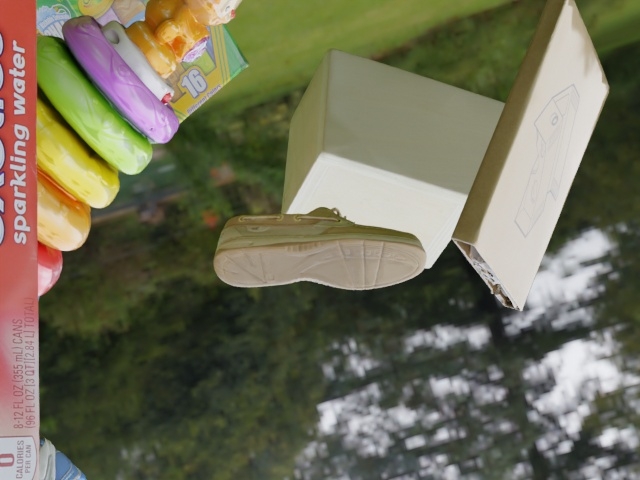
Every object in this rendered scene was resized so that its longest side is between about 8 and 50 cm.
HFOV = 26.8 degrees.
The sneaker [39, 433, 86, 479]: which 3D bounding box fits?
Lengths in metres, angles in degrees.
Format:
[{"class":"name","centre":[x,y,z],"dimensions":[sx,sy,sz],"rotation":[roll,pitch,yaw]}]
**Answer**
[{"class":"sneaker","centre":[-0.275,0.291,1.281],"dimensions":[0.080,0.211,0.081],"rotation":[-17,137,38]}]

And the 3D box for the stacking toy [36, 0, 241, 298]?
[{"class":"stacking toy","centre":[-0.163,-0.091,0.917],"dimensions":[0.302,0.166,0.175],"rotation":[-39,172,3]}]

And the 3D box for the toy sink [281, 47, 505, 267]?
[{"class":"toy sink","centre":[0.090,-0.074,1.394],"dimensions":[0.234,0.153,0.131],"rotation":[15,140,-14]}]

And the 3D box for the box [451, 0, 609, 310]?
[{"class":"box","centre":[0.163,-0.062,1.016],"dimensions":[0.021,0.201,0.164],"rotation":[18,168,26]}]

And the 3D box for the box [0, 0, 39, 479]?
[{"class":"box","centre":[-0.185,-0.033,0.473],"dimensions":[0.123,0.257,0.128],"rotation":[-8,169,36]}]

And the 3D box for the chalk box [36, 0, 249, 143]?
[{"class":"chalk box","centre":[-0.193,-0.204,1.215],"dimensions":[0.132,0.213,0.132],"rotation":[-2,-144,52]}]

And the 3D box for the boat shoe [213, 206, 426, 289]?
[{"class":"boat shoe","centre":[0.000,0.000,1.081],"dimensions":[0.170,0.059,0.063],"rotation":[1,137,0]}]
